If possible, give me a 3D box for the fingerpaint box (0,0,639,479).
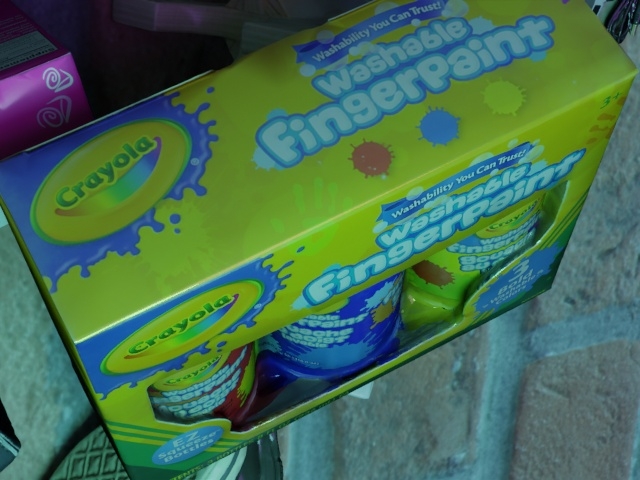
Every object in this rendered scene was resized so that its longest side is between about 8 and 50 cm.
[{"bbox_3d":[0.000,0.000,1.031,0.445,0.163,0.371,-26,156,-14],"label":"fingerpaint box"}]

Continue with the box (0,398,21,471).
[{"bbox_3d":[-0.487,0.151,0.943,0.395,0.212,0.293,-40,125,-4],"label":"box"}]

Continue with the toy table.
[{"bbox_3d":[-0.046,-0.189,1.092,0.161,0.252,0.274,-8,99,-43],"label":"toy table"}]

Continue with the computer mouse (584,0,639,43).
[{"bbox_3d":[0.273,-0.264,1.334,0.193,0.042,0.106,-3,119,-34],"label":"computer mouse"}]

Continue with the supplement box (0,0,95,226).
[{"bbox_3d":[-0.263,-0.110,1.003,0.114,0.220,0.111,-24,122,-16],"label":"supplement box"}]

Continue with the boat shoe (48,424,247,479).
[{"bbox_3d":[-0.215,0.348,1.267,0.156,0.187,0.500,22,110,-40],"label":"boat shoe"}]

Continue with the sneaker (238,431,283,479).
[{"bbox_3d":[-0.103,0.202,1.322,0.130,0.109,0.286,2,103,-22],"label":"sneaker"}]

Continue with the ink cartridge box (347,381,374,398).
[{"bbox_3d":[-0.034,0.036,1.239,0.232,0.066,0.189,22,77,-29],"label":"ink cartridge box"}]
